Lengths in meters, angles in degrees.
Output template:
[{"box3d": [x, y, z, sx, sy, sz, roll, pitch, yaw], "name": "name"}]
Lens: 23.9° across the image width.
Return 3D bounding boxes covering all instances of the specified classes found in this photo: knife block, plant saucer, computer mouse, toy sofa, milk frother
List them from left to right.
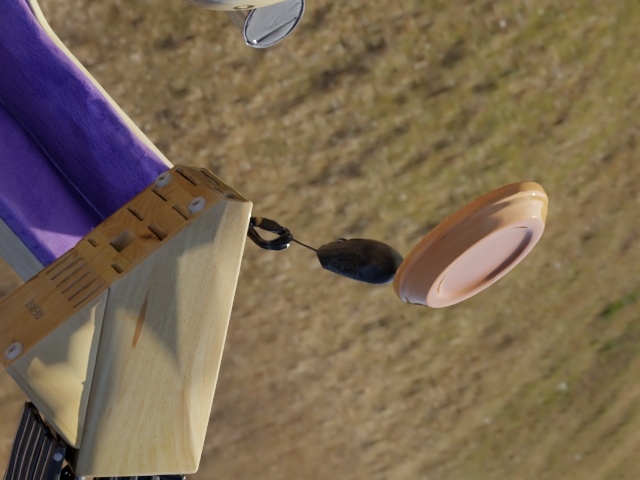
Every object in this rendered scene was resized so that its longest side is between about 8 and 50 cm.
[{"box3d": [-0.285, -0.075, 1.519, 0.177, 0.362, 0.150, -31, -160, 26], "name": "toy sofa"}, {"box3d": [-0.125, 0.115, 1.109, 0.276, 0.088, 0.242, -39, 123, -9], "name": "knife block"}, {"box3d": [-0.094, -0.314, 1.710, 0.143, 0.134, 0.129, 6, 128, -52], "name": "milk frother"}, {"box3d": [0.000, 0.000, 1.817, 0.242, 0.041, 0.071, 17, -150, 34], "name": "computer mouse"}, {"box3d": [0.172, 0.013, 1.662, 0.200, 0.037, 0.200, -29, 157, -14], "name": "plant saucer"}]

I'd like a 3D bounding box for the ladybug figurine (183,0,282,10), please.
[{"box3d": [-0.093, -0.383, 1.514, 0.305, 0.449, 0.162, 24, 131, -17], "name": "ladybug figurine"}]
